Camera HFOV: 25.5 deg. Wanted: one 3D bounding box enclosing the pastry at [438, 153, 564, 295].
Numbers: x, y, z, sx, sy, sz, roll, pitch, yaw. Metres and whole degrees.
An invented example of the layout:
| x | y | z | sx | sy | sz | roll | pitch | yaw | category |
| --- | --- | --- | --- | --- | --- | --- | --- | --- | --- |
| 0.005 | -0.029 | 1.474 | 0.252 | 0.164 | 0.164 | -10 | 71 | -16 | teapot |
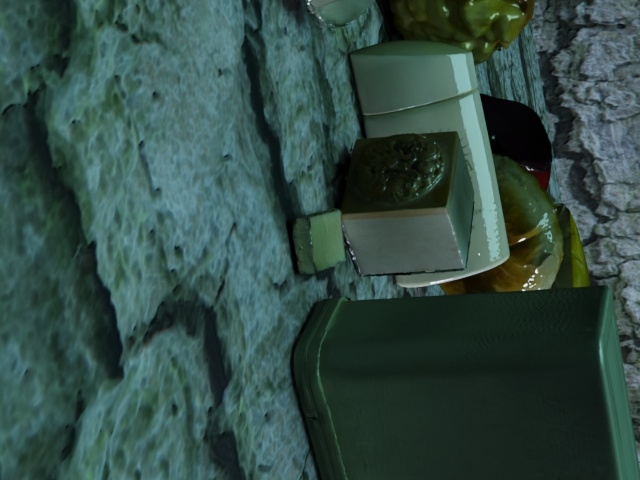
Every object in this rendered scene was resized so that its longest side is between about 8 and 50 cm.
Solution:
| x | y | z | sx | sy | sz | roll | pitch | yaw | category |
| --- | --- | --- | --- | --- | --- | --- | --- | --- | --- |
| 0.248 | -0.011 | 2.133 | 0.121 | 0.257 | 0.236 | -29 | 129 | -41 | pastry |

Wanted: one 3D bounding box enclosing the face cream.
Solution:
| x | y | z | sx | sy | sz | roll | pitch | yaw | category |
| --- | --- | --- | --- | --- | --- | --- | --- | --- | --- |
| 0.157 | -0.116 | 1.987 | 0.081 | 0.173 | 0.349 | -124 | -158 | -72 | face cream |

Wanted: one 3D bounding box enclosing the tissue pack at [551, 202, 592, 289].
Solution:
| x | y | z | sx | sy | sz | roll | pitch | yaw | category |
| --- | --- | --- | --- | --- | --- | --- | --- | --- | --- |
| 0.376 | 0.171 | 2.466 | 0.293 | 0.228 | 0.382 | -80 | 155 | -50 | tissue pack |

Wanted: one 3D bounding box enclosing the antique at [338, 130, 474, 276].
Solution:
| x | y | z | sx | sy | sz | roll | pitch | yaw | category |
| --- | --- | --- | --- | --- | --- | --- | --- | --- | --- |
| 0.111 | -0.053 | 1.835 | 0.148 | 0.152 | 0.147 | 69 | 23 | -45 | antique |

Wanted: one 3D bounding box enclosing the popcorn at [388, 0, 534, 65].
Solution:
| x | y | z | sx | sy | sz | roll | pitch | yaw | category |
| --- | --- | --- | --- | --- | --- | --- | --- | --- | --- |
| 0.213 | -0.404 | 2.224 | 0.332 | 0.225 | 0.265 | 149 | -53 | -85 | popcorn |

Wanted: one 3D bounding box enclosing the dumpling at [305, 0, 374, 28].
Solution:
| x | y | z | sx | sy | sz | roll | pitch | yaw | category |
| --- | --- | --- | --- | --- | --- | --- | --- | --- | --- |
| 0.025 | -0.369 | 1.667 | 0.142 | 0.172 | 0.247 | 57 | -10 | 41 | dumpling |

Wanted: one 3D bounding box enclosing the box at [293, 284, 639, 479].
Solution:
| x | y | z | sx | sy | sz | roll | pitch | yaw | category |
| --- | --- | --- | --- | --- | --- | --- | --- | --- | --- |
| 0.180 | 0.235 | 1.621 | 0.177 | 0.343 | 0.352 | -57 | 138 | -60 | box |

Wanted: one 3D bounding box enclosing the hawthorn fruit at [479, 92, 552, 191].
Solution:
| x | y | z | sx | sy | sz | roll | pitch | yaw | category |
| --- | --- | --- | --- | --- | --- | --- | --- | --- | --- |
| 0.274 | -0.119 | 2.306 | 0.250 | 0.215 | 0.215 | 76 | 16 | -56 | hawthorn fruit |

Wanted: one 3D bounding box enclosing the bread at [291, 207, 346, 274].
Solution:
| x | y | z | sx | sy | sz | roll | pitch | yaw | category |
| --- | --- | --- | --- | --- | --- | --- | --- | --- | --- |
| 0.000 | 0.000 | 1.664 | 0.153 | 0.028 | 0.068 | -21 | 103 | -73 | bread |
